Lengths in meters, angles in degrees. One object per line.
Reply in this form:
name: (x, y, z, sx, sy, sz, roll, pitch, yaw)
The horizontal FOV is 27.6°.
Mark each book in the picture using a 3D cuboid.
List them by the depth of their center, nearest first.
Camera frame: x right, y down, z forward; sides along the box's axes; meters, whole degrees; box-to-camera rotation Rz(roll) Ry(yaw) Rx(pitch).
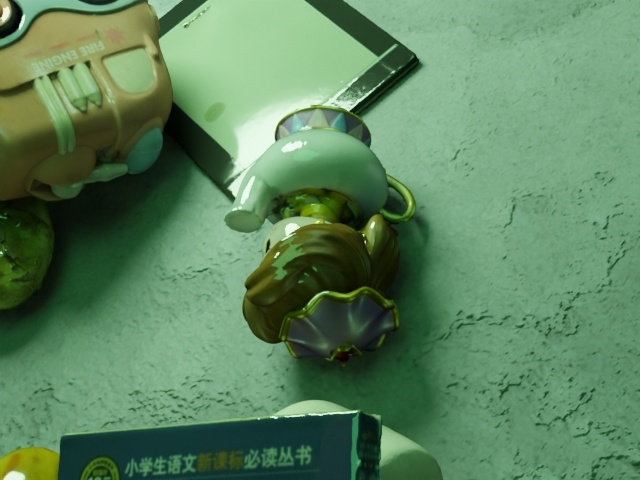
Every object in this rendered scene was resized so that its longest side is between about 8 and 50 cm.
book: (-0.095, 0.343, 0.950, 0.300, 0.039, 0.428, -9, 69, 32)

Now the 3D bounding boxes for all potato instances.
potato: (-0.357, -0.016, 1.469, 0.117, 0.090, 0.225, -6, 49, 3)

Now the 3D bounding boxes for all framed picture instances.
framed picture: (-0.081, -0.209, 1.528, 0.265, 0.016, 0.347, -41, 50, -7)

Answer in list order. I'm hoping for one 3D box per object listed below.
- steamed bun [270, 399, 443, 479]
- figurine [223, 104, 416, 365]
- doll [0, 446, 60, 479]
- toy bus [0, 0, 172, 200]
steamed bun: (-0.014, 0.247, 1.063, 0.146, 0.164, 0.242, 18, 67, 36)
figurine: (0.000, 0.000, 1.256, 0.189, 0.142, 0.263, 2, 55, -1)
doll: (-0.320, 0.296, 1.179, 0.269, 0.162, 0.167, -26, 72, 20)
toy bus: (-0.289, -0.161, 1.440, 0.287, 0.194, 0.232, -23, 71, -36)
